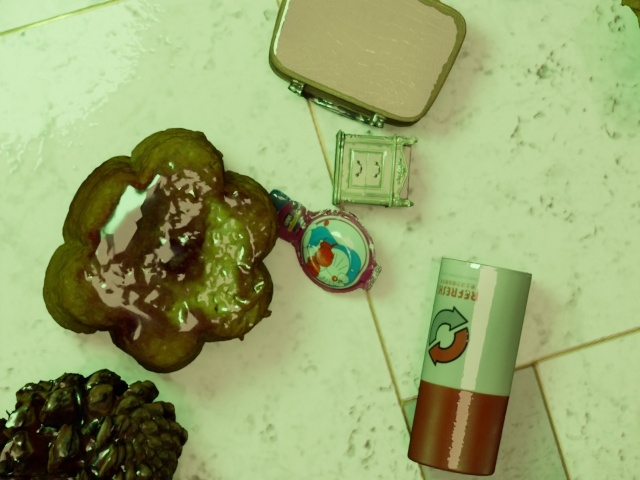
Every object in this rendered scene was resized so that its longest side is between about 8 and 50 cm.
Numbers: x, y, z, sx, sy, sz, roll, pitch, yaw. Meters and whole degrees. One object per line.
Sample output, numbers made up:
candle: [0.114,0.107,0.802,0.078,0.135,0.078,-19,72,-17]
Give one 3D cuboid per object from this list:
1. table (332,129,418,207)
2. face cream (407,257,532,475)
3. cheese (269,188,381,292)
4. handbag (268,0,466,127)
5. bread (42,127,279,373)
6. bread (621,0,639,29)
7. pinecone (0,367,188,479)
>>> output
table: [0.056,-0.073,1.541,0.083,0.062,0.079,4,90,-2]
face cream: [0.154,0.130,1.526,0.096,0.096,0.214,10,89,-2]
cheese: [0.000,0.000,1.545,0.145,0.038,0.095,34,117,11]
handbag: [0.044,-0.202,1.538,0.193,0.072,0.151,20,89,-4]
bread: [-0.147,0.013,1.498,0.232,0.135,0.246,29,87,-12]
bread: [0.437,-0.212,1.472,0.268,0.268,0.145,-3,101,-2]
pinecone: [-0.245,0.232,1.465,0.221,0.221,0.221,0,90,-2]
